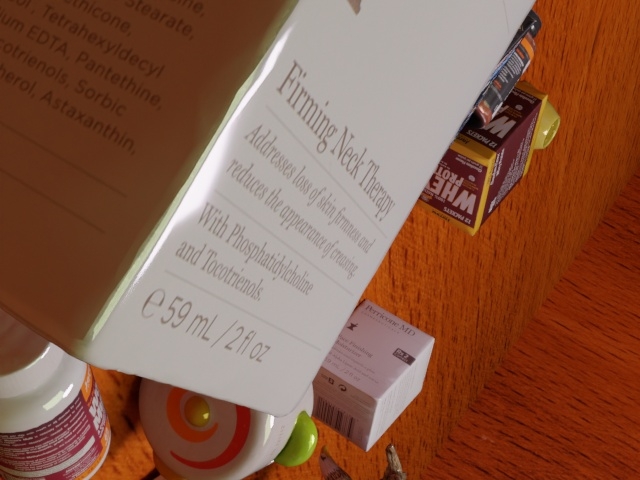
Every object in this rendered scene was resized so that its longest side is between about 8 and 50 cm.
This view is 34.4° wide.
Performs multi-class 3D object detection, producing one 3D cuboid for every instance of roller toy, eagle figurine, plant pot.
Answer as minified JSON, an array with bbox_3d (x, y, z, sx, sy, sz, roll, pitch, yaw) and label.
[{"bbox_3d":[-0.121,0.197,1.274,0.146,0.209,0.191,-10,88,-63],"label":"roller toy"},{"bbox_3d":[0.009,0.455,1.766,0.298,0.225,0.226,-22,109,-1],"label":"eagle figurine"},{"bbox_3d":[0.409,-0.230,2.016,0.134,0.095,0.134,-48,156,-29],"label":"plant pot"}]

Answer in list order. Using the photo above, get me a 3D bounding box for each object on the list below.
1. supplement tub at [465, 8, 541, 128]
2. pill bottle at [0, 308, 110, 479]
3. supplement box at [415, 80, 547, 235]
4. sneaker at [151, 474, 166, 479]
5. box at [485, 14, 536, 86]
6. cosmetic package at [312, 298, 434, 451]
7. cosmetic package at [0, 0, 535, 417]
[{"bbox_3d":[0.268,-0.279,1.624,0.198,0.106,0.106,-55,158,-11],"label":"supplement tub"},{"bbox_3d":[-0.270,0.140,0.957,0.121,0.121,0.221,-47,156,-29],"label":"pill bottle"},{"bbox_3d":[0.265,-0.153,1.751,0.194,0.129,0.191,-46,155,-32],"label":"supplement box"},{"bbox_3d":[-0.199,0.352,1.453,0.237,0.085,0.086,-43,161,-29],"label":"sneaker"},{"bbox_3d":[0.152,-0.160,1.432,0.295,0.073,0.293,-48,171,-44],"label":"box"},{"bbox_3d":[0.082,0.235,1.823,0.184,0.151,0.151,-43,153,-39],"label":"cosmetic package"},{"bbox_3d":[-0.097,-0.143,0.689,0.393,0.327,0.329,-59,159,-4],"label":"cosmetic package"}]
